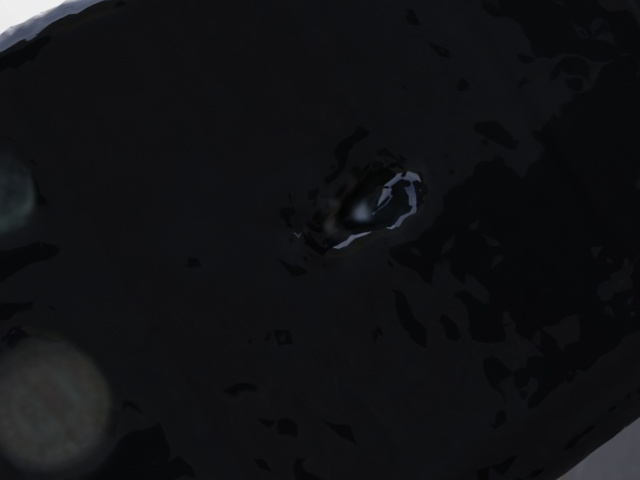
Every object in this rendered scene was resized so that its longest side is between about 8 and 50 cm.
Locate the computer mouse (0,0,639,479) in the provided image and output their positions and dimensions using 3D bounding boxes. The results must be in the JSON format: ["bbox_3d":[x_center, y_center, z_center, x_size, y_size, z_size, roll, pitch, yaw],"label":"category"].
[{"bbox_3d":[0.000,0.000,0.422,0.269,0.170,0.100,-29,1,-20],"label":"computer mouse"}]
